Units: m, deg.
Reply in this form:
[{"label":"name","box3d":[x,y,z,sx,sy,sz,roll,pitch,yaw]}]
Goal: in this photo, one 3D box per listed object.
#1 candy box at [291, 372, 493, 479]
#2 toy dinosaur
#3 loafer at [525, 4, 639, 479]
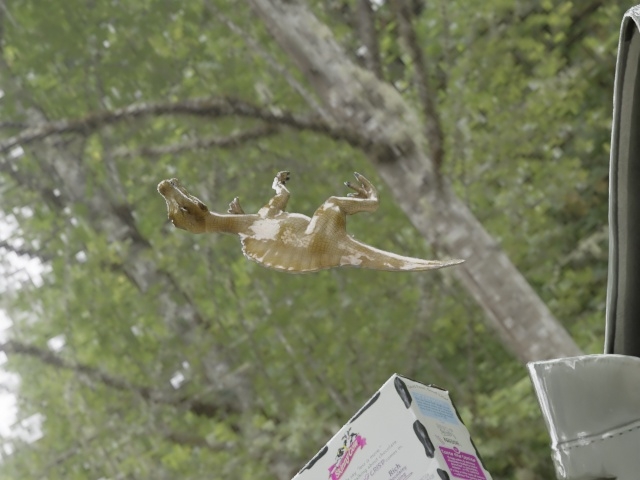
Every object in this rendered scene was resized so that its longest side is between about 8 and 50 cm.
[{"label":"candy box","box3d":[0.075,0.249,1.072,0.071,0.233,0.159,21,-59,-39]},{"label":"toy dinosaur","box3d":[0.000,0.000,0.746,0.092,0.183,0.053,-46,-35,-60]},{"label":"loafer","box3d":[0.124,0.068,0.470,0.111,0.319,0.112,14,-13,-6]}]
